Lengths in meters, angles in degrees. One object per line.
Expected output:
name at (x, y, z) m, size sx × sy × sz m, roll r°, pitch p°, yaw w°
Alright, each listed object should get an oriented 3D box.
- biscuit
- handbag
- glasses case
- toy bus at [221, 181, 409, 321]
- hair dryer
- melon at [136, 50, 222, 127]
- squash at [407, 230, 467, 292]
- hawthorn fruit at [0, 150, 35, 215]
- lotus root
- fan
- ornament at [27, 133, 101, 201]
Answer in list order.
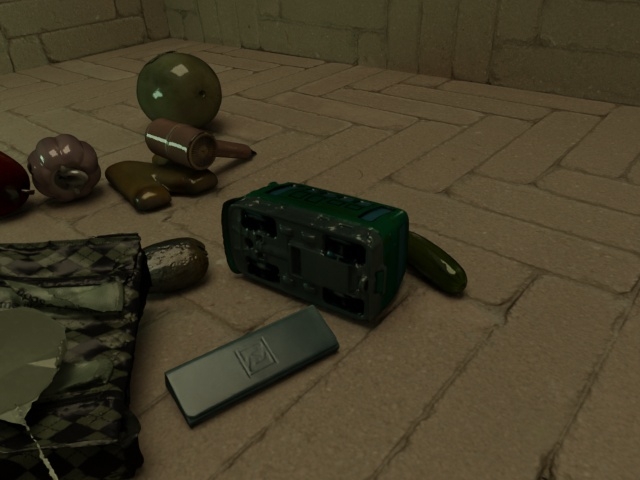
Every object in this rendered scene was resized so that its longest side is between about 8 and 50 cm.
biscuit at (-0.445, -0.179, 1.465) m, size 0.237 × 0.062 × 0.291 m, roll -22°, pitch 35°, yaw -29°
handbag at (-0.410, 0.175, 0.789) m, size 0.317 × 0.180 × 0.416 m, roll -5°, pitch 38°, yaw -7°
glasses case at (-0.107, 0.186, 0.843) m, size 0.266 × 0.056 × 0.105 m, roll -22°, pitch 35°, yaw -27°
toy bus at (0.000, 0.000, 1.015) m, size 0.344 × 0.183 × 0.199 m, roll 18°, pitch 34°, yaw 29°
hair dryer at (-0.311, -0.265, 1.513) m, size 0.189 × 0.106 × 0.344 m, roll 22°, pitch 13°, yaw 30°
melon at (-0.492, -0.512, 1.818) m, size 0.269 × 0.268 × 0.330 m, roll -27°, pitch 31°, yaw -33°
squash at (0.201, 0.027, 1.063) m, size 0.066 × 0.066 × 0.252 m, roll -20°, pitch 35°, yaw -25°
hawthorn fruit at (-0.833, -0.147, 1.348) m, size 0.203 × 0.185 × 0.185 m, roll 14°, pitch 33°, yaw -1°
lotus root at (-0.318, 0.053, 1.051) m, size 0.192 × 0.088 × 0.113 m, roll -16°, pitch 40°, yaw -19°
fan at (-0.380, 0.194, 0.652) m, size 0.182 × 0.010 × 0.310 m, roll -24°, pitch 50°, yaw -34°
ornament at (-0.673, -0.187, 1.395) m, size 0.178 × 0.177 × 0.177 m, roll -2°, pitch 32°, yaw 1°
